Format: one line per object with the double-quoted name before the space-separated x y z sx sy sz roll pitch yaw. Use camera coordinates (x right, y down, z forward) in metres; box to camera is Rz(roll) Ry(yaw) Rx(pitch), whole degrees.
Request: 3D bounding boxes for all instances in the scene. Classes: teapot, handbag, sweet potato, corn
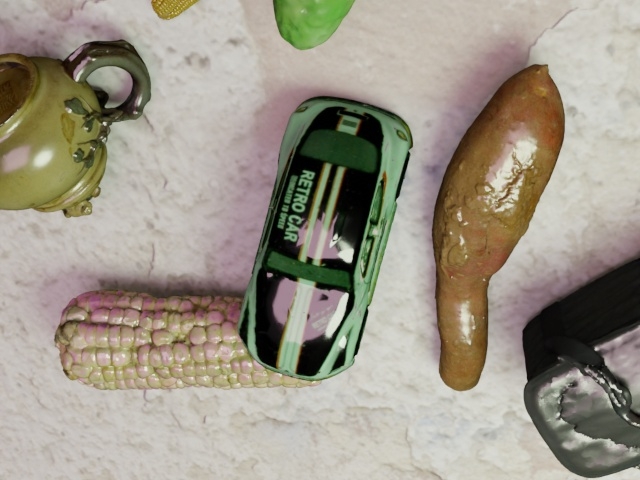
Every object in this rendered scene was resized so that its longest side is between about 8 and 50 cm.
"teapot" -0.293 -0.106 0.860 0.269 0.173 0.183 -36 141 -1
"handbag" 0.333 0.127 0.804 0.254 0.181 0.181 -31 100 23
"sweet potato" 0.165 -0.001 0.832 0.109 0.109 0.385 14 121 5
"corn" -0.148 0.116 0.941 0.334 0.127 0.127 -1 113 7
"corn" -0.134 -0.262 0.811 0.092 0.037 0.037 -28 105 22

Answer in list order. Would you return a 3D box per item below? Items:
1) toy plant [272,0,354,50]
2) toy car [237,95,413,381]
"toy plant" -0.027 -0.387 0.648 0.356 0.211 0.317 45 130 -10
"toy car" 0.000 0.000 0.818 0.136 0.125 0.306 15 92 5
